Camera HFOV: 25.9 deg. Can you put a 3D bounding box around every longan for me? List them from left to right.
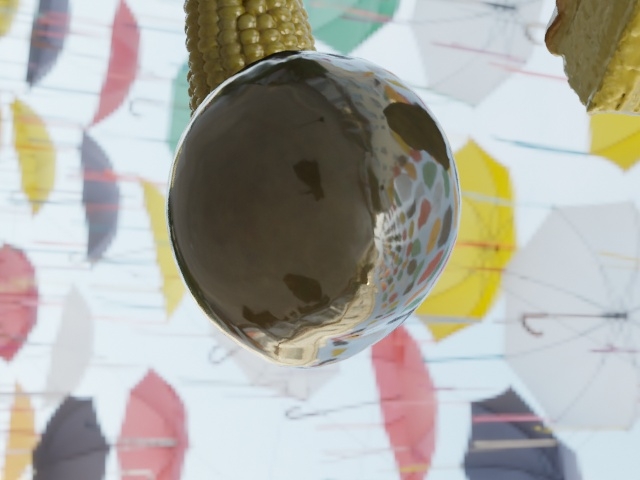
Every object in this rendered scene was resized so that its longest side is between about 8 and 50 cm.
[{"bbox_3d":[-0.004,-0.019,1.009,0.248,0.248,0.248,-9,-101,57],"label":"longan"}]

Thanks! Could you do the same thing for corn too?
[{"bbox_3d":[-0.055,-0.124,1.246,0.130,0.130,0.347,-16,-99,56],"label":"corn"}]

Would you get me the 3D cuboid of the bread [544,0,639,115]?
[{"bbox_3d":[0.371,-0.276,1.149,0.143,0.323,0.333,58,-30,33],"label":"bread"}]
